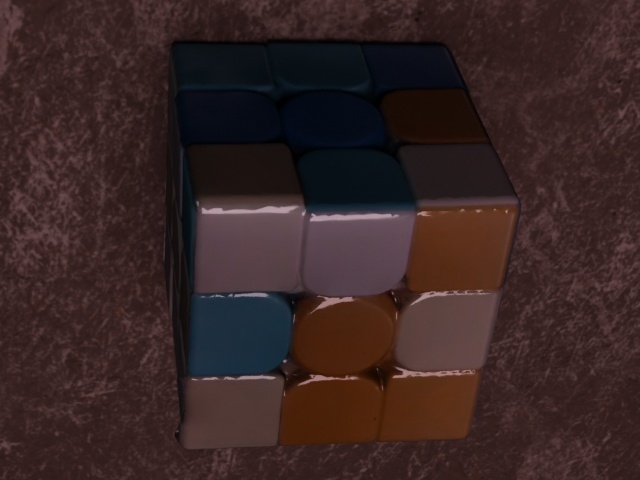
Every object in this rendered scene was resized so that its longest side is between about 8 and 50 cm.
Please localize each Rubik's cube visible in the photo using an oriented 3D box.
[{"bbox_3d":[0.000,0.000,1.576,0.344,0.346,0.347,0,128,-11],"label":"Rubik's cube"}]
